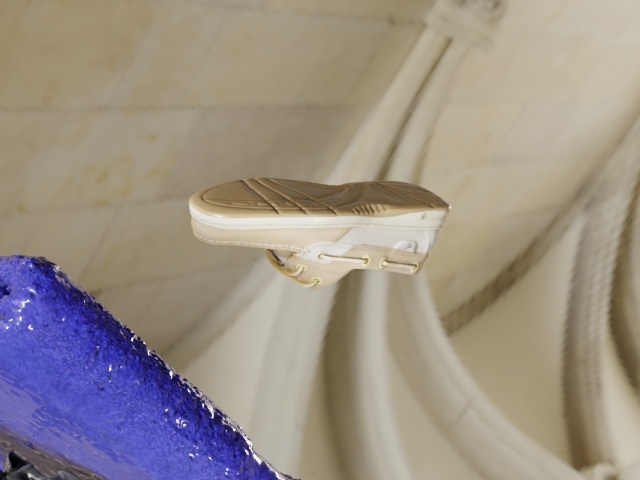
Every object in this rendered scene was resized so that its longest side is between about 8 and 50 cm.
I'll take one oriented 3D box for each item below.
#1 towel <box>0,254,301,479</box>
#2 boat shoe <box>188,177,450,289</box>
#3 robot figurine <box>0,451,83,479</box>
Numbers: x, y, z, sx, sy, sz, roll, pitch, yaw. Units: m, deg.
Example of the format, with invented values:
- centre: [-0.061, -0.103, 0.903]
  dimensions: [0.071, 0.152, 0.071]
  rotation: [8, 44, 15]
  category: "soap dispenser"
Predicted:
- centre: [-0.096, 0.115, 0.886]
  dimensions: [0.308, 0.076, 0.227]
  rotation: [44, 151, -25]
  category: "towel"
- centre: [0.000, 0.000, 0.925]
  dimensions: [0.170, 0.059, 0.063]
  rotation: [0, -158, -33]
  category: "boat shoe"
- centre: [-0.143, 0.197, 0.741]
  dimensions: [0.291, 0.085, 0.211]
  rotation: [27, -150, 12]
  category: "robot figurine"
